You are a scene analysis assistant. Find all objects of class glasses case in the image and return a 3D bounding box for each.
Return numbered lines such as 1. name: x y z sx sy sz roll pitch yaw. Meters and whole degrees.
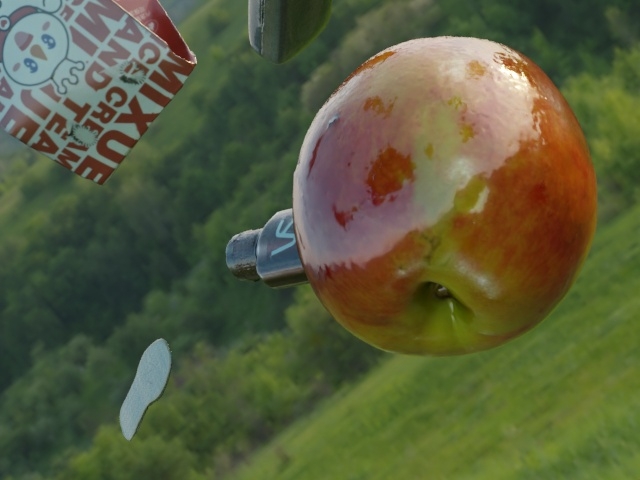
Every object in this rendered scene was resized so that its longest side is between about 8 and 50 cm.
1. glasses case: -0.038 -0.387 2.023 0.131 0.074 0.323 -43 -20 -25

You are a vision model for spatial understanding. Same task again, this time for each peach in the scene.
1. peach: 0.145 -0.061 1.662 0.388 0.388 0.388 -37 12 9

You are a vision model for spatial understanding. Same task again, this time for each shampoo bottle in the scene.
1. shampoo bottle: 0.000 0.000 1.968 0.323 0.084 0.129 -10 54 44

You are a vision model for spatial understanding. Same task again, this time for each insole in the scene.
1. insole: -0.214 0.181 1.713 0.004 0.064 0.188 -4 -37 -31

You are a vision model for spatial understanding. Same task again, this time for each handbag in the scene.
1. handbag: -0.255 -0.204 1.320 0.171 0.298 0.151 -53 -18 20
